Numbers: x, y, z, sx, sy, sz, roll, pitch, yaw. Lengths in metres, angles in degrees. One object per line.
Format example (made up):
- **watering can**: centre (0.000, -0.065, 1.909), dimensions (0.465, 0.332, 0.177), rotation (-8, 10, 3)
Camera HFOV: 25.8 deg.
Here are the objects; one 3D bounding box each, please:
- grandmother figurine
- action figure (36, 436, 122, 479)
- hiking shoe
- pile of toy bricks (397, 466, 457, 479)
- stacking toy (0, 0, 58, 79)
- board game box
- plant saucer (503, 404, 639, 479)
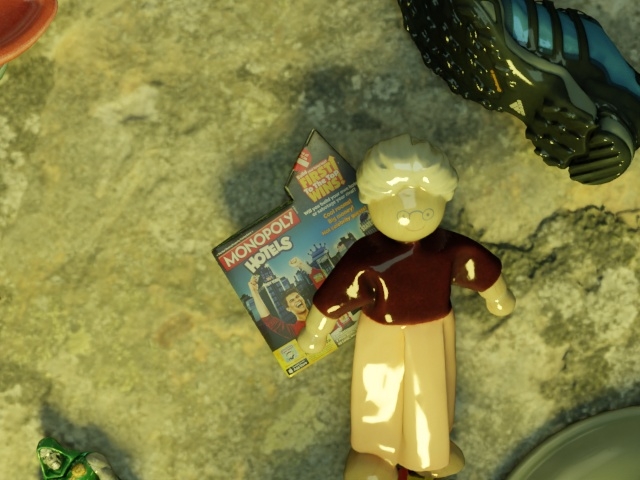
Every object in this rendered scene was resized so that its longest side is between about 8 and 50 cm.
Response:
- **grandmother figurine**: centre (0.084, 0.062, 1.287), dimensions (0.208, 0.104, 0.342), rotation (-15, 119, -21)
- **action figure**: centre (-0.200, 0.285, 1.353), dimensions (0.137, 0.063, 0.232), rotation (-39, 90, 0)
- **hiking shoe**: centre (0.202, -0.188, 1.370), dimensions (0.304, 0.113, 0.132), rotation (45, 57, 3)
- **pile of toy bricks**: centre (0.063, 0.330, 1.359), dimensions (0.105, 0.118, 0.212), rotation (7, 100, 28)
- **stacking toy**: centre (-0.378, -0.293, 1.334), dimensions (0.309, 0.130, 0.279), rotation (42, 61, -6)
- **board game box**: centre (0.000, 0.000, 1.362), dimensions (0.194, 0.060, 0.194), rotation (-31, 92, -3)
- **plant saucer**: centre (0.340, 0.355, 1.336), dimensions (0.400, 0.100, 0.400), rotation (1, 79, -3)
